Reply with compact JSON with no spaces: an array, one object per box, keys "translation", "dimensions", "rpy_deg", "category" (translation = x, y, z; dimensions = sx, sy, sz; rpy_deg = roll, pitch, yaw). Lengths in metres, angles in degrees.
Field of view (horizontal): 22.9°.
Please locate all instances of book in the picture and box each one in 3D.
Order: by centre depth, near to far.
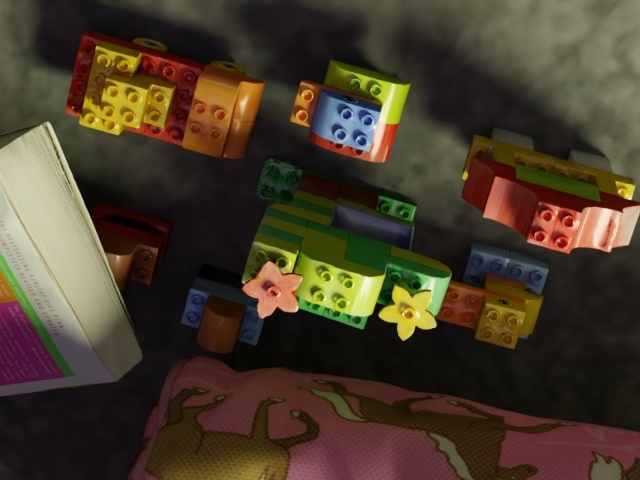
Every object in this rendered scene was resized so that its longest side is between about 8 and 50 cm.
[{"translation":[-0.143,0.017,0.603],"dimensions":[0.144,0.035,0.096],"rpy_deg":[-9,111,37],"category":"book"}]

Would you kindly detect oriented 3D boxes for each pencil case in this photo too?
[{"translation":[0.106,0.145,0.585],"dimensions":[0.386,0.160,0.167],"rpy_deg":[10,110,2],"category":"pencil case"}]

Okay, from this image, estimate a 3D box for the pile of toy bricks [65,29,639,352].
[{"translation":[0.000,0.000,0.573],"dimensions":[0.212,0.105,0.118],"rpy_deg":[15,110,1],"category":"pile of toy bricks"}]
